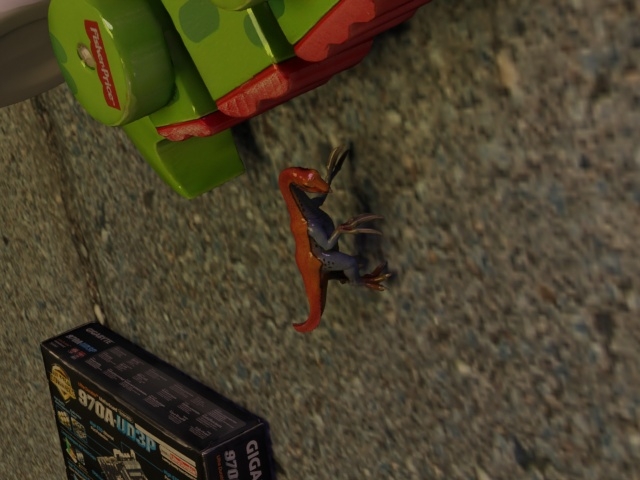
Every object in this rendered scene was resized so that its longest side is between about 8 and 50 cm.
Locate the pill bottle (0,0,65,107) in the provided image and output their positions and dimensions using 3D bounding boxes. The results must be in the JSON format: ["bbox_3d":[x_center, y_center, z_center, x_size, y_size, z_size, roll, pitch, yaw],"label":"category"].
[{"bbox_3d":[-0.219,-0.211,0.646,0.245,0.136,0.136,62,145,7],"label":"pill bottle"}]

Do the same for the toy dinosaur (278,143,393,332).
[{"bbox_3d":[0.000,0.000,0.534,0.082,0.090,0.047,36,180,-40],"label":"toy dinosaur"}]

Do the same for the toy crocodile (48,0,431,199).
[{"bbox_3d":[-0.019,-0.102,0.467,0.340,0.115,0.105,-25,94,57],"label":"toy crocodile"}]

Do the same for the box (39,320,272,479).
[{"bbox_3d":[-0.115,0.174,0.800,0.220,0.051,0.175,20,124,46],"label":"box"}]
